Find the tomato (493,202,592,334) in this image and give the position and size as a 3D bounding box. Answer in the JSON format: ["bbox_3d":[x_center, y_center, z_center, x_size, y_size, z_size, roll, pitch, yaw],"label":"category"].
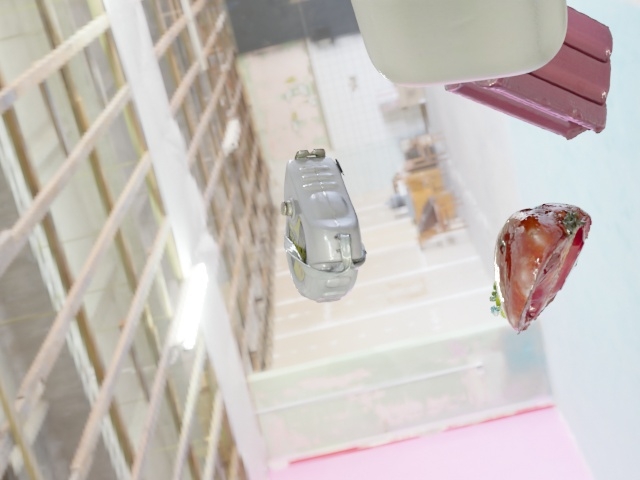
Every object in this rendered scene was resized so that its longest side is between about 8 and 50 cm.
[{"bbox_3d":[0.272,0.025,1.247,0.099,0.189,0.173,34,130,23],"label":"tomato"}]

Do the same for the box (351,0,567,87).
[{"bbox_3d":[0.178,-0.358,1.275,0.349,0.289,0.141,67,-155,-49],"label":"box"}]

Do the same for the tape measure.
[{"bbox_3d":[0.000,0.000,1.558,0.197,0.120,0.236,102,156,-45],"label":"tape measure"}]

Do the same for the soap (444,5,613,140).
[{"bbox_3d":[0.425,-0.364,1.911,0.128,0.360,0.233,-8,72,54],"label":"soap"}]

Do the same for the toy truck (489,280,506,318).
[{"bbox_3d":[0.396,0.127,2.014,0.111,0.077,0.076,-81,-21,-59],"label":"toy truck"}]
